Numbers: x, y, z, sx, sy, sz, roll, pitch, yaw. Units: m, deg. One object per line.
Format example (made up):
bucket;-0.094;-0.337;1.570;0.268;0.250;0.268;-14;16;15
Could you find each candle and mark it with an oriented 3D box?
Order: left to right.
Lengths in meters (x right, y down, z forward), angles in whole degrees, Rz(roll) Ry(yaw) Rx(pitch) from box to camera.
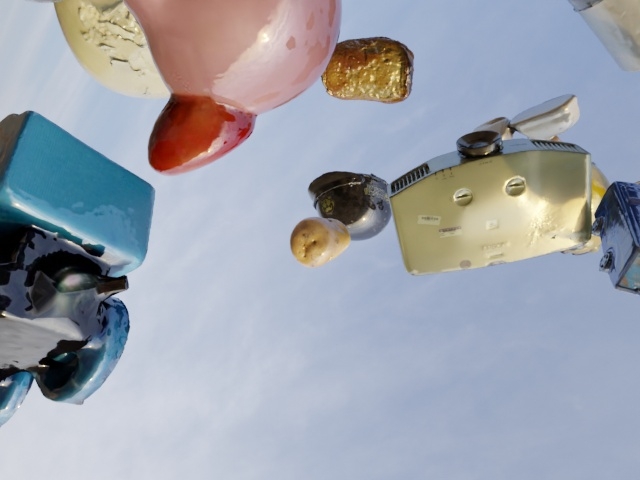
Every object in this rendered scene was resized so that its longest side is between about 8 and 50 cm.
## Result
candle;0.648;-0.471;0.916;0.221;0.342;0.221;-43;-169;11

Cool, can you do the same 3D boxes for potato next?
potato;0.000;0.000;0.643;0.062;0.083;0.068;12;-67;44

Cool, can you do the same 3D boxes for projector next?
projector;0.239;-0.060;0.685;0.270;0.193;0.088;-11;-151;12

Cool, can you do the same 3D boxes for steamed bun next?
steamed bun;-0.322;-0.415;0.930;0.334;0.312;0.232;-22;-109;-13

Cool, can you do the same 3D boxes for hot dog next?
hot dog;0.130;-0.469;1.298;0.259;0.114;0.175;9;-54;13

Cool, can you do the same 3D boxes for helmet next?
helmet;0.096;-0.086;1.408;0.231;0.279;0.160;-26;-122;45

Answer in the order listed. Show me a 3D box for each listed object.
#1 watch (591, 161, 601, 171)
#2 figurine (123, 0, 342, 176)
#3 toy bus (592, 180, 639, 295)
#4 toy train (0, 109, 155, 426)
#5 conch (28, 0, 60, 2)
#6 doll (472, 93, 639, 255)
watch;0.671;-0.108;1.285;0.211;0.211;0.193;2;-75;42
figurine;-0.081;-0.237;0.523;0.212;0.261;0.269;1;-143;10
toy bus;0.465;-0.007;0.688;0.079;0.236;0.094;21;-53;10
toy train;-0.318;0.032;0.466;0.301;0.188;0.264;-23;-129;24
conch;-0.405;-0.429;0.647;0.149;0.275;0.182;-5;-90;16
doll;0.504;-0.122;0.981;0.161;0.423;0.348;-57;-179;-19
